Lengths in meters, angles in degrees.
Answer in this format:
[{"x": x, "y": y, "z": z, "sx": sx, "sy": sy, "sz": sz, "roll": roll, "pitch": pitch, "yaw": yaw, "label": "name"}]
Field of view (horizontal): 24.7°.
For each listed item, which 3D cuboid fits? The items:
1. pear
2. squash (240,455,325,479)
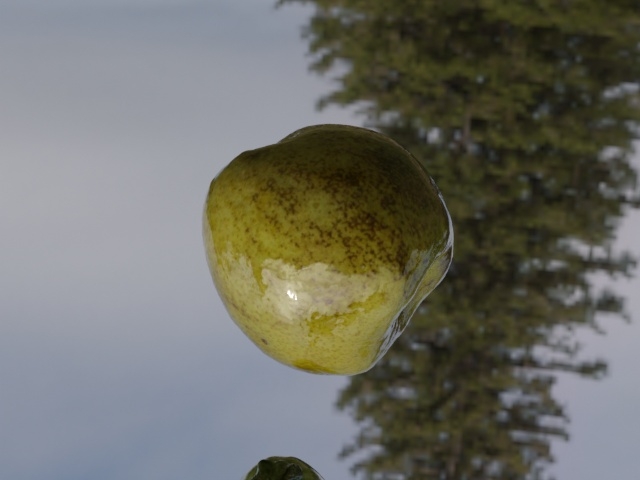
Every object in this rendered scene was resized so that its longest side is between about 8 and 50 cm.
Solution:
[{"x": 0.000, "y": 0.000, "z": 1.137, "sx": 0.197, "sy": 0.197, "sz": 0.197, "roll": 3, "pitch": -166, "yaw": -1, "label": "pear"}, {"x": -0.034, "y": 0.212, "z": 1.222, "sx": 0.105, "sy": 0.132, "sz": 0.105, "roll": 0, "pitch": -121, "yaw": 1, "label": "squash"}]
